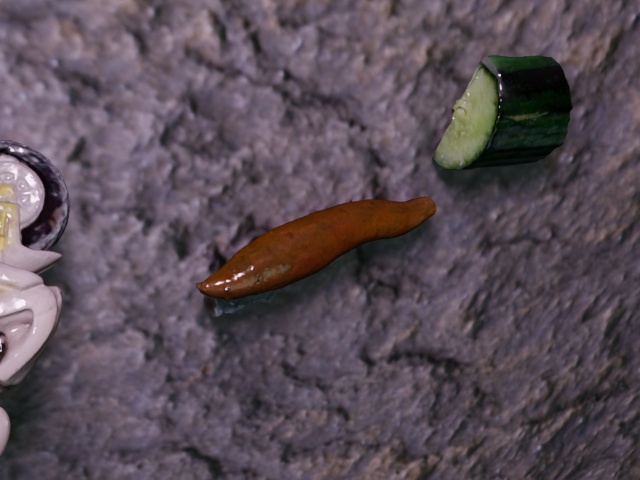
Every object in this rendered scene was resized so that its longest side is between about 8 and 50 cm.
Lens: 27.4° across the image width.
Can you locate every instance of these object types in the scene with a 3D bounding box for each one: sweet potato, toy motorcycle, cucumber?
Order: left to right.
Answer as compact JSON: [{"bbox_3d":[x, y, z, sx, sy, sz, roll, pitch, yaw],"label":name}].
[{"bbox_3d":[-0.311,0.070,0.919,0.341,0.222,0.108,-22,174,-26],"label":"toy motorcycle"},{"bbox_3d":[0.001,0.000,1.224,0.265,0.057,0.057,-23,136,-27],"label":"sweet potato"},{"bbox_3d":[0.182,-0.116,1.269,0.115,0.062,0.116,-8,130,-40],"label":"cucumber"}]

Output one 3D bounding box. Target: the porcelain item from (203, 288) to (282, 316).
[{"bbox_3d":[-0.068,0.047,1.229,0.083,0.028,0.036,-17,150,-30],"label":"porcelain item"}]
